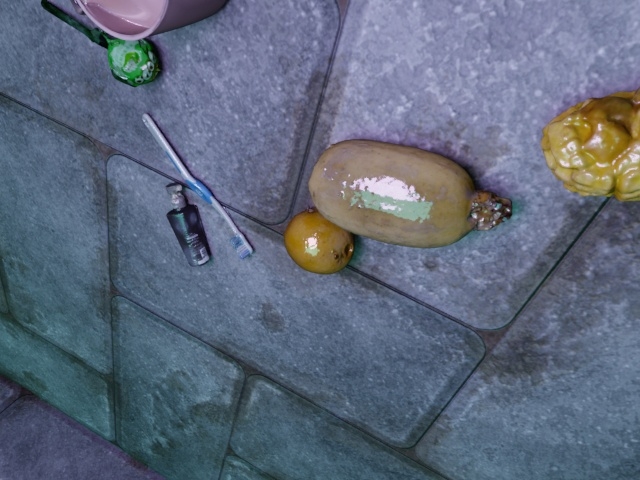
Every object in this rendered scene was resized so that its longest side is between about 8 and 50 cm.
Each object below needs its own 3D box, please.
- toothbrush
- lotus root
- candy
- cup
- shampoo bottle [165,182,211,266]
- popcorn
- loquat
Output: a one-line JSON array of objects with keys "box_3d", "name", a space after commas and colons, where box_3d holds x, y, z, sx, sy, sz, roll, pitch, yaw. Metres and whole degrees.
[{"box_3d": [-0.273, -0.122, 1.033, 0.040, 0.040, 0.386, -27, 102, 36], "name": "toothbrush"}, {"box_3d": [0.140, -0.072, 0.773, 0.342, 0.151, 0.169, 16, 126, 21], "name": "lotus root"}, {"box_3d": [-0.453, -0.412, 0.917, 0.323, 0.097, 0.097, 34, 129, 13], "name": "candy"}, {"box_3d": [-0.278, -0.425, 0.729, 0.252, 0.200, 0.192, -11, 115, 31], "name": "cup"}, {"box_3d": [-0.315, -0.038, 1.086, 0.063, 0.057, 0.208, 1, 121, 27], "name": "shampoo bottle"}, {"box_3d": [0.412, -0.126, 0.616, 0.194, 0.140, 0.163, -25, 98, 25], "name": "popcorn"}, {"box_3d": [0.000, 0.000, 0.899, 0.141, 0.141, 0.141, 13, 125, 19], "name": "loquat"}]
